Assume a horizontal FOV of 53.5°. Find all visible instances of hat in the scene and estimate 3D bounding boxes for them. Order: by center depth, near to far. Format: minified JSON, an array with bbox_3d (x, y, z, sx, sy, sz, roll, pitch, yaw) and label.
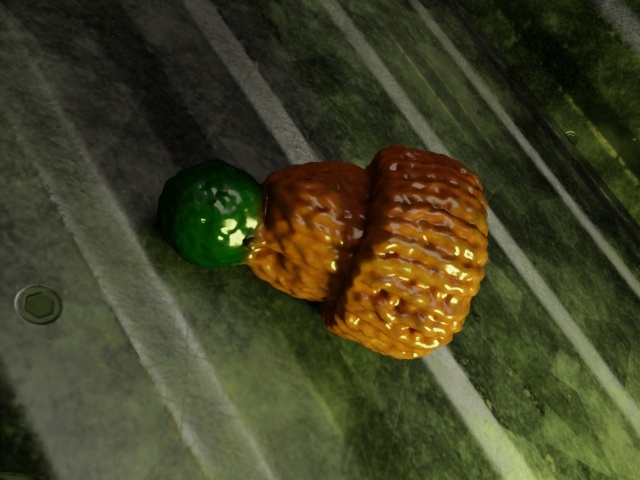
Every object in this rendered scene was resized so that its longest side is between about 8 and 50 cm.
[{"bbox_3d":[0.000,0.000,0.840,0.400,0.285,0.285,9,46,-1],"label":"hat"}]

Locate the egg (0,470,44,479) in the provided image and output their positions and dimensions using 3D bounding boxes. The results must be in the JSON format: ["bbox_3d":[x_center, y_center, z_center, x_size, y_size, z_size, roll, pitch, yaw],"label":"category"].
[{"bbox_3d":[-0.207,0.241,0.364,0.169,0.169,0.231,28,14,-21],"label":"egg"}]
